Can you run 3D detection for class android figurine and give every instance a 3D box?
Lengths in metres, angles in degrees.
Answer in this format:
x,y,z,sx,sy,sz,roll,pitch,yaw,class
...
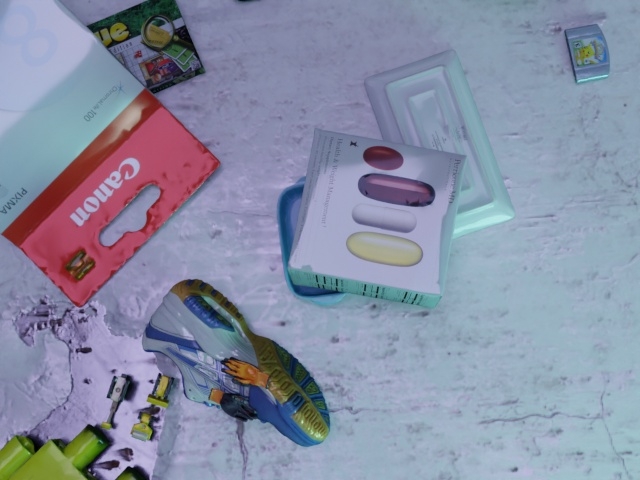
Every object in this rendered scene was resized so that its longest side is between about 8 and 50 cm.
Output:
x,y,z,sx,sy,sz,roll,pitch,yaw,class
-0.378,0.395,1.441,0.273,0.056,0.248,-43,81,-5,android figurine

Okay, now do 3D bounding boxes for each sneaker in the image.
x,y,z,sx,sy,sz,roll,pitch,yaw,class
-0.118,0.191,1.444,0.296,0.112,0.131,44,107,8,sneaker

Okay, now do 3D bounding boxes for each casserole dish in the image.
x,y,z,sx,sy,sz,roll,pitch,yaw,class
0.000,0.000,1.486,0.114,0.037,0.188,-8,81,2,casserole dish

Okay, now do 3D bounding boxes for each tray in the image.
x,y,z,sx,sy,sz,roll,pitch,yaw,class
0.172,-0.138,1.500,0.145,0.030,0.270,-19,80,0,tray

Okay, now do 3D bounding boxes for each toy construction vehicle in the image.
x,y,z,sx,sy,sz,roll,pitch,yaw,class
-0.260,0.229,1.472,0.086,0.035,0.098,17,85,-4,toy construction vehicle

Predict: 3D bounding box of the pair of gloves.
x,y,z,sx,sy,sz,roll,pitch,yaw,class
-0.108,0.198,1.377,0.074,0.010,0.083,24,110,13,pair of gloves

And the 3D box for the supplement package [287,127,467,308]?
x,y,z,sx,sy,sz,roll,pitch,yaw,class
0.075,-0.025,1.393,0.203,0.149,0.194,10,81,3,supplement package

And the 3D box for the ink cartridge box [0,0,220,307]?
x,y,z,sx,sy,sz,roll,pitch,yaw,class
-0.386,-0.141,1.487,0.385,0.091,0.308,45,90,3,ink cartridge box

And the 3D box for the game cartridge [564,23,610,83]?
x,y,z,sx,sy,sz,roll,pitch,yaw,class
0.392,-0.274,1.513,0.056,0.017,0.083,-10,80,-1,game cartridge

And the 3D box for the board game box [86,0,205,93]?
x,y,z,sx,sy,sz,roll,pitch,yaw,class
-0.317,-0.264,1.556,0.260,0.030,0.136,-24,78,0,board game box
